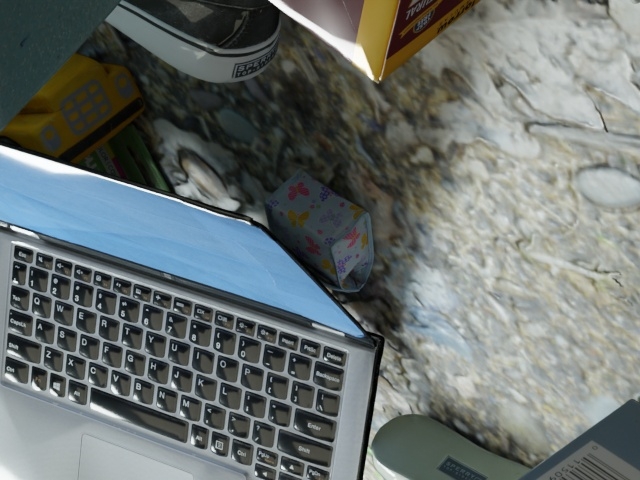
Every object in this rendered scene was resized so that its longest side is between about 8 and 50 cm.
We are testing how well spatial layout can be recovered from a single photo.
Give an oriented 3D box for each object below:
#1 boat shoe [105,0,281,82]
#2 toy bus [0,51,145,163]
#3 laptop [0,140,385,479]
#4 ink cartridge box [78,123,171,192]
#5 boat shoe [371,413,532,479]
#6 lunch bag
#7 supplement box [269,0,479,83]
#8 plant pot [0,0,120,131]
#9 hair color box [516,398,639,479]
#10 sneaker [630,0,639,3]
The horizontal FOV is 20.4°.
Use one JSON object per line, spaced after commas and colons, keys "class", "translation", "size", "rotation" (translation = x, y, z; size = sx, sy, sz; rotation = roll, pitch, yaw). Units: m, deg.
{"class": "boat shoe", "translation": [-0.158, -0.219, 1.207], "size": [0.306, 0.113, 0.105], "rotation": [34, 142, 20]}
{"class": "toy bus", "translation": [-0.292, -0.134, 1.494], "size": [0.332, 0.108, 0.130], "rotation": [8, 130, 50]}
{"class": "laptop", "translation": [-0.174, 0.103, 1.385], "size": [0.382, 0.236, 0.408], "rotation": [17, 110, 25]}
{"class": "ink cartridge box", "translation": [-0.217, -0.046, 1.541], "size": [0.209, 0.062, 0.109], "rotation": [8, 131, 50]}
{"class": "boat shoe", "translation": [0.133, 0.215, 1.373], "size": [0.227, 0.079, 0.081], "rotation": [32, 154, 39]}
{"class": "lunch bag", "translation": [0.000, 0.000, 1.313], "size": [0.071, 0.053, 0.083], "rotation": [35, 157, 25]}
{"class": "supplement box", "translation": [0.014, -0.229, 0.938], "size": [0.194, 0.129, 0.191], "rotation": [39, 149, 17]}
{"class": "plant pot", "translation": [-0.200, -0.268, 1.051], "size": [0.247, 0.252, 0.248], "rotation": [35, 148, 16]}
{"class": "hair color box", "translation": [0.227, 0.317, 1.222], "size": [0.113, 0.185, 0.374], "rotation": [33, 151, 57]}
{"class": "sneaker", "translation": [0.180, -0.170, 0.859], "size": [0.083, 0.071, 0.190], "rotation": [43, 160, -3]}
